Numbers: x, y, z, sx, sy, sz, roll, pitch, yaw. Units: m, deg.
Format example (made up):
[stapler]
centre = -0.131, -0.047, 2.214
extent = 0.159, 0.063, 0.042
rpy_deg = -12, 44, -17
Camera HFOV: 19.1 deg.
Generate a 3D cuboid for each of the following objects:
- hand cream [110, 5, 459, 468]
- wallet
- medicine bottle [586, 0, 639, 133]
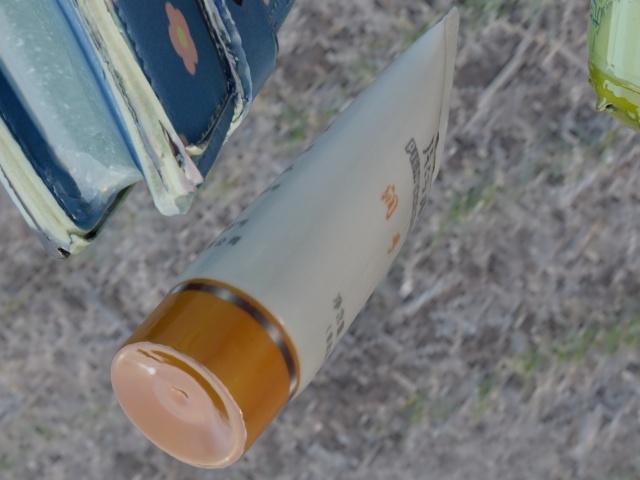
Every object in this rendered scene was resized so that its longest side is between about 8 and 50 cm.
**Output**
[hand cream]
centre = 0.000, 0.000, 1.081
extent = 0.089, 0.314, 0.140
rpy_deg = 22, 139, 18
[wallet]
centre = -0.061, -0.093, 0.569
extent = 0.059, 0.202, 0.141
rpy_deg = -19, 111, 15
[medicine bottle]
centre = 0.195, -0.162, 0.936
extent = 0.124, 0.124, 0.239
rpy_deg = 17, 121, 23
